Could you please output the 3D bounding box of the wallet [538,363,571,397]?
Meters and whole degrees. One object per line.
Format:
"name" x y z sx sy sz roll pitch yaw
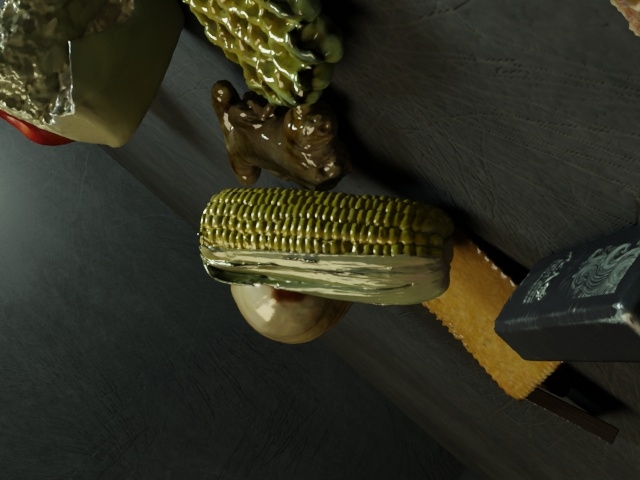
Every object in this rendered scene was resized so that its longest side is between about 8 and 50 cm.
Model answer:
"wallet" 0.251 0.131 0.945 0.195 0.042 0.161 47 170 -35

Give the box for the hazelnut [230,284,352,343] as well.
"hazelnut" -0.035 0.051 1.163 0.261 0.241 0.261 -24 -90 -87

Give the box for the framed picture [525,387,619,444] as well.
"framed picture" 0.337 0.235 0.970 0.128 0.023 0.168 27 177 13

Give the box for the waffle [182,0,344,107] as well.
"waffle" -0.061 -0.207 0.596 0.204 0.054 0.223 53 166 -10

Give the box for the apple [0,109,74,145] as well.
"apple" -0.496 -0.298 1.246 0.260 0.216 0.260 35 167 9

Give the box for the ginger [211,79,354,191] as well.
"ginger" -0.055 -0.129 0.838 0.333 0.080 0.166 23 147 60

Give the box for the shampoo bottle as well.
"shampoo bottle" 0.229 0.041 0.515 0.071 0.098 0.309 44 168 1

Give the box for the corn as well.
"corn" 0.001 0.004 0.792 0.305 0.123 0.122 7 178 23

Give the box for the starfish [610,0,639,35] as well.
"starfish" 0.131 -0.154 0.183 0.299 0.060 0.302 43 168 -3

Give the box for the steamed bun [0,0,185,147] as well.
"steamed bun" -0.270 -0.231 0.780 0.200 0.225 0.170 25 176 -19

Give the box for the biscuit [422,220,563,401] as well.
"biscuit" 0.192 0.083 0.845 0.232 0.013 0.237 48 161 21
